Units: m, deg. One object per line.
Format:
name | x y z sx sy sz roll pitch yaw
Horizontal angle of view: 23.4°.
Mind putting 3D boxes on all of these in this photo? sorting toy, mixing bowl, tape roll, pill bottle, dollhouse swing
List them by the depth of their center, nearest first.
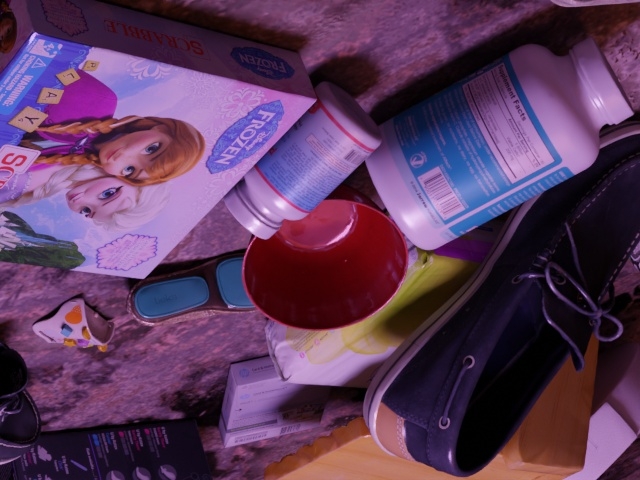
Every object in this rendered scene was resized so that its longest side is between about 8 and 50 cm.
pill bottle | -0.021 -0.078 1.565 0.160 0.087 0.087 -44 145 15
pill bottle | 0.188 -0.108 1.611 0.264 0.146 0.146 -28 150 14
mixing bowl | 0.000 0.000 1.701 0.181 0.098 0.181 -4 128 -6
sorting toy | -0.291 0.105 1.794 0.075 0.044 0.083 -8 154 18
dollhouse swing | 0.133 0.224 2.074 0.305 0.315 0.347 31 141 -22
tape roll | 0.341 0.300 2.249 0.392 0.072 0.392 -42 180 0

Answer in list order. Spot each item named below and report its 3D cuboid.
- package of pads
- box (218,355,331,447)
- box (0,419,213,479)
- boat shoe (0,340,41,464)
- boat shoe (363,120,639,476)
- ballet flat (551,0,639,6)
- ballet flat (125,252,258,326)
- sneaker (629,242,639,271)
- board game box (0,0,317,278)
package of pads | 0.098 0.078 1.914 0.229 0.101 0.296 9 139 -42
box | -0.060 0.213 2.108 0.145 0.038 0.186 -11 150 -16
box | -0.296 0.351 2.087 0.270 0.143 0.165 -3 147 -29
boat shoe | -0.385 0.155 1.724 0.113 0.127 0.340 -16 143 16
boat shoe | 0.261 0.073 1.786 0.500 0.156 0.187 -47 133 -9
ballet flat | 0.302 -0.261 1.537 0.168 0.057 0.052 -6 176 -17
ballet flat | -0.128 0.056 1.794 0.206 0.073 0.067 -6 175 -18
sneaker | 0.476 -0.045 1.894 0.134 0.146 0.343 -7 149 -22
board game box | -0.221 -0.089 1.475 0.318 0.066 0.319 8 140 -41
